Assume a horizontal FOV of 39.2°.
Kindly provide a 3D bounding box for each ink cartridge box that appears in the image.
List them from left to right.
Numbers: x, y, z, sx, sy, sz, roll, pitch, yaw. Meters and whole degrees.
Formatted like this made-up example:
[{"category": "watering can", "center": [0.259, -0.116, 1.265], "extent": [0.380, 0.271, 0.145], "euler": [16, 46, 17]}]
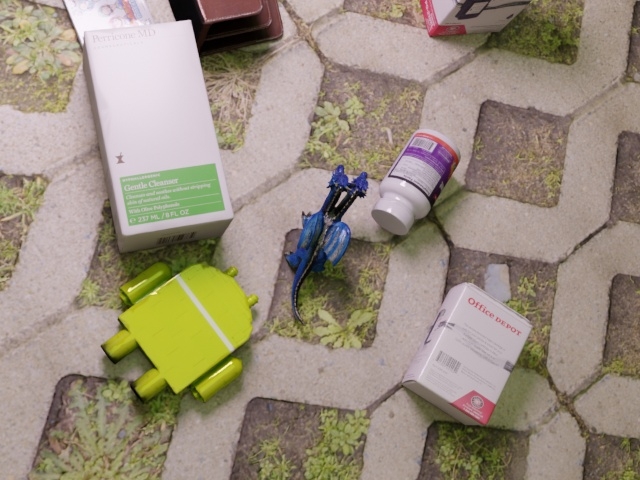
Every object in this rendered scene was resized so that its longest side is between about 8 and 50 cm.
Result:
[{"category": "ink cartridge box", "center": [0.273, 0.211, 1.672], "extent": [0.158, 0.092, 0.218], "euler": [33, 72, -6]}, {"category": "ink cartridge box", "center": [0.326, -0.504, 1.786], "extent": [0.172, 0.237, 0.100], "euler": [-8, 79, -18]}]

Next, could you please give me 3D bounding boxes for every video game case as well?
[{"category": "video game case", "center": [-0.402, -0.445, 1.673], "extent": [0.143, 0.019, 0.157], "euler": [-21, 84, -20]}]

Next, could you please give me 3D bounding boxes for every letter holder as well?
[{"category": "letter holder", "center": [-0.183, -0.527, 1.689], "extent": [0.214, 0.152, 0.301], "euler": [-17, 82, -22]}]

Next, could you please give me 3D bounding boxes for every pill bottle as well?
[{"category": "pill bottle", "center": [0.178, -0.109, 1.714], "extent": [0.108, 0.108, 0.193], "euler": [36, 70, -6]}]

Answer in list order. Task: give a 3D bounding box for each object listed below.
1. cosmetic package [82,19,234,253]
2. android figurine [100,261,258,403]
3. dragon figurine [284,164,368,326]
[{"category": "cosmetic package", "center": [-0.288, -0.179, 1.570], "extent": [0.197, 0.155, 0.365], "euler": [-12, 81, -16]}, {"category": "android figurine", "center": [-0.232, 0.150, 1.556], "extent": [0.273, 0.056, 0.248], "euler": [-39, 89, -21]}, {"category": "dragon figurine", "center": [0.000, 0.000, 1.615], "extent": [0.085, 0.144, 0.289], "euler": [25, 71, -9]}]
